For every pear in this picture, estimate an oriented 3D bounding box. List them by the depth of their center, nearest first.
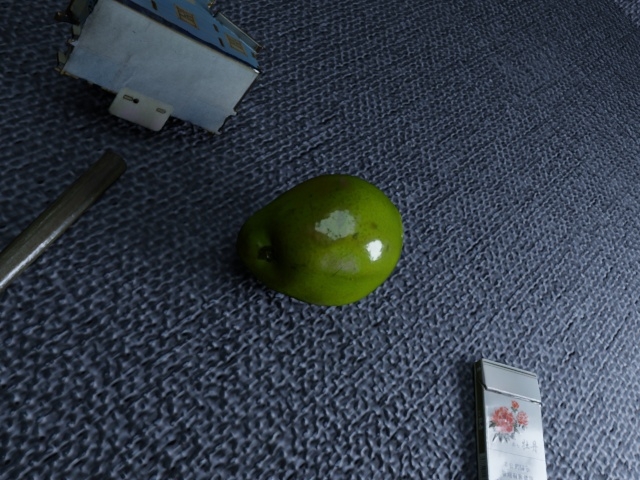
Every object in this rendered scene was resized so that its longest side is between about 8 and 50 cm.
[{"bbox_3d":[0.000,0.000,0.814,0.219,0.187,0.188,2,62,-35],"label":"pear"}]

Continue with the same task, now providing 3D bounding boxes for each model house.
[{"bbox_3d":[-0.233,-0.283,0.856,0.271,0.178,0.206,15,40,-39],"label":"model house"}]

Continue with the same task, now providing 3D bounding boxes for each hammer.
[{"bbox_3d":[-0.350,0.011,0.715,0.111,0.043,0.365,35,50,-5],"label":"hammer"}]

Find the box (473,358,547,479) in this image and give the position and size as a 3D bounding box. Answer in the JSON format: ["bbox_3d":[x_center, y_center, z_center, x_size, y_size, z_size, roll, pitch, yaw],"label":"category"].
[{"bbox_3d":[0.280,0.283,0.906,0.109,0.029,0.198,18,57,-19],"label":"box"}]
